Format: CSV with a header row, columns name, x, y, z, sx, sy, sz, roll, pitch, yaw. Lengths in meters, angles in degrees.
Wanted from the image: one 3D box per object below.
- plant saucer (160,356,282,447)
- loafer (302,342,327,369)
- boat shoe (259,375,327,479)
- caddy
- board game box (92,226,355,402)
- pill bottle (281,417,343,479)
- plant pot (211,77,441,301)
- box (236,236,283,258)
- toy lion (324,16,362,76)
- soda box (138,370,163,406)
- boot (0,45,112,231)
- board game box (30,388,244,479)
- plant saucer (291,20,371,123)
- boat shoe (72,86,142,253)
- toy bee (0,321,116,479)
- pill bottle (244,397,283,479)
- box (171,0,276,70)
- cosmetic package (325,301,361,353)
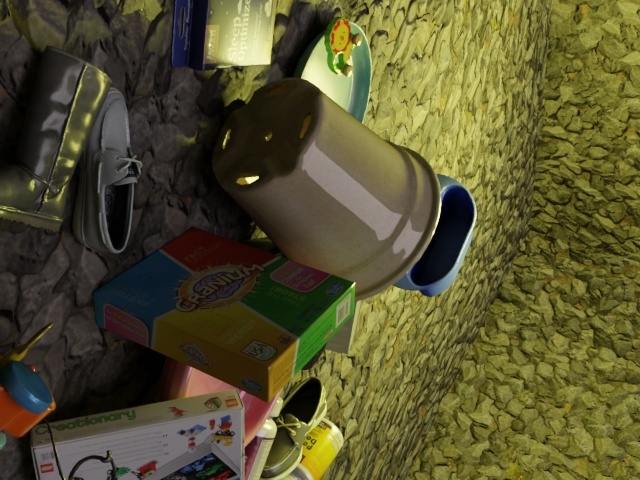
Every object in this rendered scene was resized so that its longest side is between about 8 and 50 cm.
name,x,y,z,sx,sy,sz,roll,pitch,yaw
plant saucer,-0.167,0.224,1.320,0.332,0.084,0.332,-39,137,-48
loafer,0.000,0.070,1.488,0.134,0.130,0.365,57,57,-82
boat shoe,-0.073,0.441,1.781,0.305,0.109,0.091,-48,147,-51
caddy,0.277,-0.015,2.024,0.341,0.241,0.179,-64,161,-15
board game box,-0.143,0.097,1.143,0.242,0.317,0.064,-41,141,-49
pill bottle,-0.040,0.559,1.913,0.215,0.117,0.117,-46,145,-44
plant pot,-0.010,-0.105,1.298,0.305,0.334,0.333,40,70,-44
box,-0.127,0.110,1.494,0.183,0.056,0.230,-10,116,-63
toy lion,0.036,-0.370,1.429,0.096,0.034,0.100,5,102,-57
soda box,-0.253,0.260,1.339,0.181,0.058,0.061,-58,152,-28
boot,-0.338,-0.126,0.878,0.208,0.076,0.190,-68,158,0
board game box,-0.270,0.341,1.152,0.306,0.053,0.192,-7,122,-18
plant saucer,0.013,-0.285,1.521,0.317,0.044,0.317,-45,145,-44
boat shoe,-0.277,-0.091,1.014,0.079,0.081,0.227,-21,125,-59
toy bee,-0.399,0.195,0.929,0.195,0.162,0.298,-24,122,-17
pill bottle,-0.163,0.419,1.558,0.121,0.121,0.221,28,82,-65
box,-0.144,-0.338,1.173,0.225,0.037,0.136,-26,130,-55
cosmetic package,0.049,0.134,1.786,0.127,0.107,0.237,-55,153,-69
